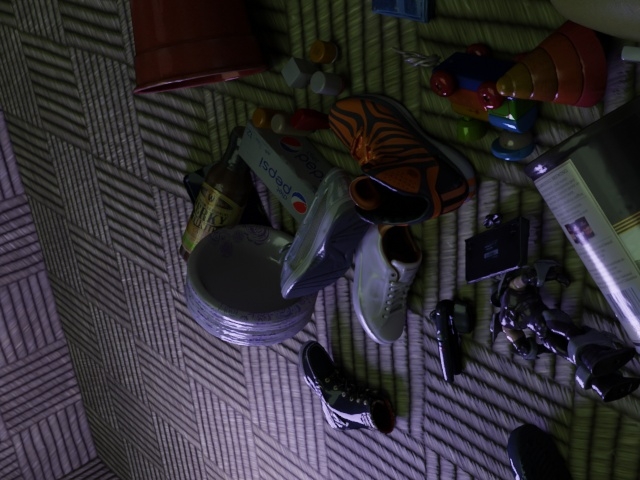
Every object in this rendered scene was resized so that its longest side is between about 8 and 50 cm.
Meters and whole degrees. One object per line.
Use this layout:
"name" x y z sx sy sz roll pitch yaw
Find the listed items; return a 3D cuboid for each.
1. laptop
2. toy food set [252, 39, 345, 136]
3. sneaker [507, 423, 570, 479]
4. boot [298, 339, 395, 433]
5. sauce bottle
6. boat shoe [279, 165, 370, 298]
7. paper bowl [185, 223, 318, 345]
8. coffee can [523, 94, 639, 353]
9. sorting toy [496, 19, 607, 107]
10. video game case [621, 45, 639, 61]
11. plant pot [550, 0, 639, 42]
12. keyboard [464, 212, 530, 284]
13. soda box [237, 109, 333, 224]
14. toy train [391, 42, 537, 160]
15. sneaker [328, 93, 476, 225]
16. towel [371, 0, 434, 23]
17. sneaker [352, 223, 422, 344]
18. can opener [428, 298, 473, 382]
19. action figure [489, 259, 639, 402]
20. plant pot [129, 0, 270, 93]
"laptop" -0.227 -0.073 1.964 0.264 0.136 0.234 -175 62 -80
"toy food set" -0.017 -0.268 1.520 0.232 0.104 0.111 -46 60 36
"sneaker" 0.385 0.478 1.441 0.131 0.112 0.319 -18 96 52
"boot" 0.060 0.327 1.791 0.178 0.085 0.236 -6 114 51
"sauce bottle" -0.220 -0.094 1.804 0.111 0.111 0.344 41 122 29
"boat shoe" -0.002 0.000 1.497 0.103 0.118 0.320 64 149 27
"paper bowl" -0.149 0.108 1.742 0.284 0.284 0.148 43 141 27
"coffee can" 0.411 -0.026 0.999 0.275 0.201 0.201 59 145 5
"sorting toy" 0.258 -0.332 1.032 0.127 0.126 0.366 -134 27 -73
"video game case" 0.437 -0.193 0.899 0.143 0.157 0.019 22 108 44
"plant pot" 0.376 -0.315 0.841 0.293 0.274 0.275 17 127 68
"keyboard" 0.283 0.006 1.301 0.180 0.023 0.108 148 126 -67
"soda box" -0.041 -0.126 1.617 0.286 0.091 0.098 48 141 20
"toy train" 0.217 -0.215 1.229 0.248 0.105 0.143 25 143 42
"sneaker" 0.092 -0.139 1.357 0.321 0.180 0.125 36 137 34
"towel" 0.130 -0.387 1.280 0.119 0.029 0.067 27 131 41
"sneaker" 0.131 0.076 1.512 0.123 0.106 0.290 18 124 49
"can opener" 0.238 0.187 1.488 0.073 0.059 0.186 26 130 41
"action figure" 0.362 0.135 1.265 0.285 0.099 0.185 44 150 48
"plant pot" -0.254 -0.440 1.565 0.272 0.272 0.265 1 104 52
